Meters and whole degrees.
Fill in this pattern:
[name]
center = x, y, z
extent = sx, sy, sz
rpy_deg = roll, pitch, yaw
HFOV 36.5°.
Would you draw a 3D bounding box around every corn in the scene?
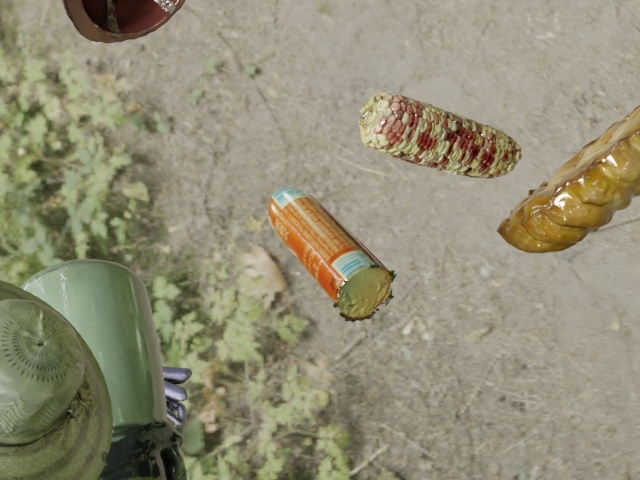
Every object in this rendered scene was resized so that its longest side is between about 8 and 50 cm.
[corn]
center = 0.190, -0.157, 1.513
extent = 0.098, 0.289, 0.098
rpy_deg = -30, 54, 52

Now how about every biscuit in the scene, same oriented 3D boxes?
[biscuit]
center = 0.413, -0.090, 1.437
extent = 0.325, 0.326, 0.107
rpy_deg = -43, 89, 23

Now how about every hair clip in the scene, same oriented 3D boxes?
[hair clip]
center = -0.346, 0.229, 1.728
extent = 0.278, 0.137, 0.090
rpy_deg = 28, 121, -11

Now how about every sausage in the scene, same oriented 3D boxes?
[sausage]
center = 0.000, 0.000, 1.196
extent = 0.083, 0.083, 0.264
rpy_deg = -60, 35, 14

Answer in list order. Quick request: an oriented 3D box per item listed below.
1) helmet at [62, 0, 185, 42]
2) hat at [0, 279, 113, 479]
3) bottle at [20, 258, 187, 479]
[helmet]
center = -0.176, -0.226, 0.844
extent = 0.111, 0.089, 0.057
rpy_deg = -26, 42, -14
[hat]
center = -0.262, 0.110, 0.828
extent = 0.110, 0.252, 0.252
rpy_deg = -39, 65, 35
[bottle]
center = -0.255, 0.199, 1.124
extent = 0.168, 0.168, 0.347
rpy_deg = -38, 53, 25
